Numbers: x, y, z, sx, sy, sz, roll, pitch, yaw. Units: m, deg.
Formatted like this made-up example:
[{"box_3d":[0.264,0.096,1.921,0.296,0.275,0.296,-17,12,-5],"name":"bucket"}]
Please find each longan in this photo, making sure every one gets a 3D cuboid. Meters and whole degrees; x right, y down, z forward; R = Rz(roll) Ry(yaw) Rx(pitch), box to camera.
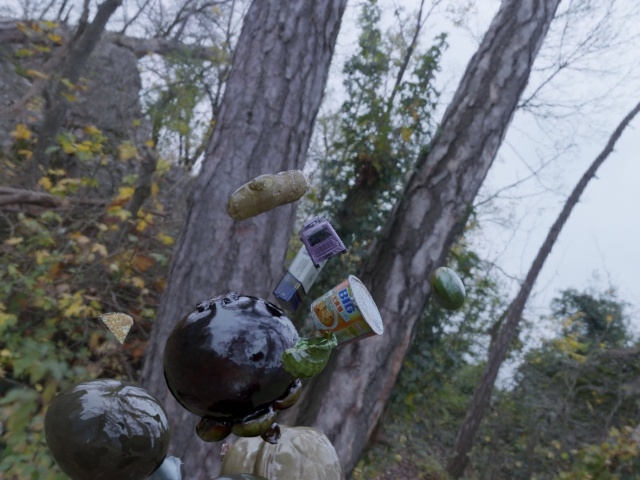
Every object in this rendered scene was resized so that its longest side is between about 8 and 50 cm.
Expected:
[{"box_3d":[-0.677,0.620,1.773,0.405,0.336,0.404,25,-18,9],"name":"longan"}]

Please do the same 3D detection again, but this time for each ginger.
[{"box_3d":[-0.184,-0.175,2.002,0.126,0.354,0.189,46,-39,25],"name":"ginger"}]

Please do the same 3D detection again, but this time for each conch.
[{"box_3d":[-0.021,0.199,0.982,0.074,0.121,0.089,39,24,-28],"name":"conch"}]

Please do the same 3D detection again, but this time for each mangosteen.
[{"box_3d":[-0.182,0.291,1.223,0.307,0.346,0.307,-17,3,1],"name":"mangosteen"}]

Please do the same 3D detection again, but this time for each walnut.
[{"box_3d":[-0.104,0.701,1.527,0.381,0.381,0.381,21,-12,5],"name":"walnut"}]

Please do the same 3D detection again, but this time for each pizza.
[{"box_3d":[-0.643,0.278,1.733,0.026,0.108,0.123,-29,-25,31],"name":"pizza"}]

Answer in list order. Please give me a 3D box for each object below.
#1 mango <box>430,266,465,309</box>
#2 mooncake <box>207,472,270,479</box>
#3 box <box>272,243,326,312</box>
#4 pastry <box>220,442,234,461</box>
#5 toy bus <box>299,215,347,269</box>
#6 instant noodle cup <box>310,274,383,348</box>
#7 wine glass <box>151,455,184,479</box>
[{"box_3d":[0.446,0.169,1.961,0.114,0.156,0.251,-16,-18,19],"name":"mango"},{"box_3d":[-0.176,0.696,1.129,0.394,0.393,0.246,41,-20,-29],"name":"mooncake"},{"box_3d":[-0.057,0.103,1.821,0.071,0.259,0.168,30,-16,14],"name":"box"},{"box_3d":[-0.281,0.760,1.868,0.063,0.169,0.087,-14,16,14],"name":"pastry"},{"box_3d":[0.000,0.000,1.434,0.108,0.096,0.199,60,1,-7],"name":"toy bus"},{"box_3d":[0.107,0.319,2.353,0.214,0.296,0.296,-30,-33,14],"name":"instant noodle cup"},{"box_3d":[-0.461,0.803,1.813,0.183,0.122,0.122,12,-15,44],"name":"wine glass"}]
